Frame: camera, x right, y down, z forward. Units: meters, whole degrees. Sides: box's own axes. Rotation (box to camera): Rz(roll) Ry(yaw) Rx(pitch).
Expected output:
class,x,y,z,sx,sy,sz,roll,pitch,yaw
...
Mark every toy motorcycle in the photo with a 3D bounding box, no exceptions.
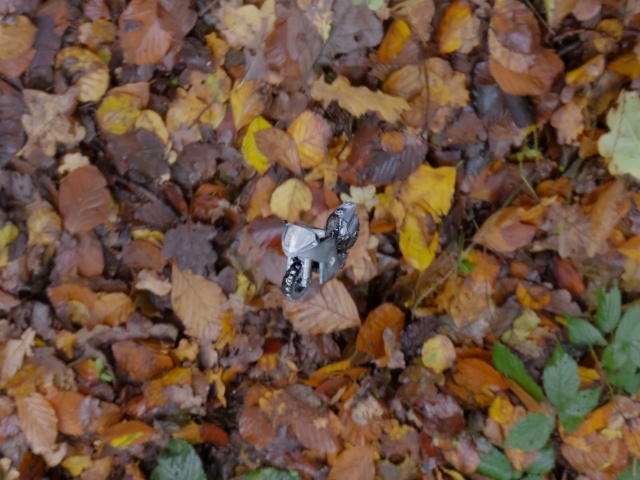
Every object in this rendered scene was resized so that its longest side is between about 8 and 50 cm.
class,x,y,z,sx,sy,sz,roll,pitch,yaw
toy motorcycle,0.000,0.000,1.223,0.106,0.270,0.159,15,132,31
